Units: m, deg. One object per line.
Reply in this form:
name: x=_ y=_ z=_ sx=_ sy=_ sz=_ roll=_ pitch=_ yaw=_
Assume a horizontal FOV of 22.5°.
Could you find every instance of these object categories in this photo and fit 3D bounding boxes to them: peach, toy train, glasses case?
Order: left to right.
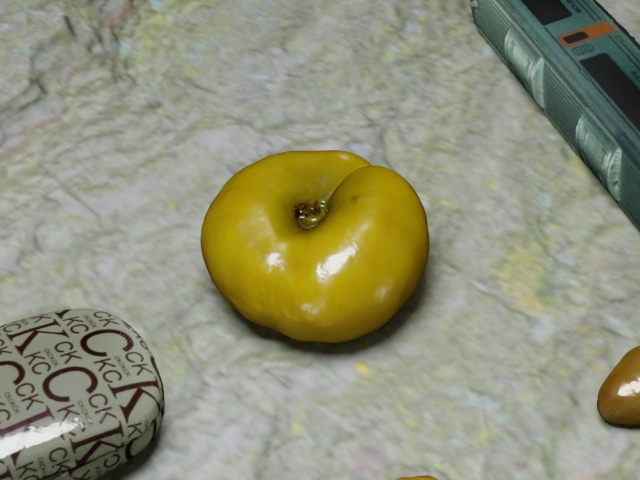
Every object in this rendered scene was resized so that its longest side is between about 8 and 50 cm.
glasses case: x=-0.280 y=0.148 z=1.113 sx=0.355 sy=0.085 sz=0.137 roll=-21 pitch=46 yaw=-16
peach: x=0.000 y=0.000 z=1.234 sx=0.179 sy=0.103 sz=0.179 roll=-1 pitch=41 yaw=1
toy train: x=0.221 y=-0.145 z=1.380 sx=0.089 sy=0.086 sz=0.409 roll=-19 pitch=45 yaw=-12

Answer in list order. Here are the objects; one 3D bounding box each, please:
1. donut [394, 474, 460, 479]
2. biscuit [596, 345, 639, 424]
donut: x=0.122 y=0.293 z=0.730 sx=0.449 sy=0.198 sz=0.449 roll=32 pitch=22 yaw=-15
biscuit: x=0.322 y=0.101 z=1.133 sx=0.208 sy=0.047 sz=0.164 roll=23 pitch=49 yaw=29
